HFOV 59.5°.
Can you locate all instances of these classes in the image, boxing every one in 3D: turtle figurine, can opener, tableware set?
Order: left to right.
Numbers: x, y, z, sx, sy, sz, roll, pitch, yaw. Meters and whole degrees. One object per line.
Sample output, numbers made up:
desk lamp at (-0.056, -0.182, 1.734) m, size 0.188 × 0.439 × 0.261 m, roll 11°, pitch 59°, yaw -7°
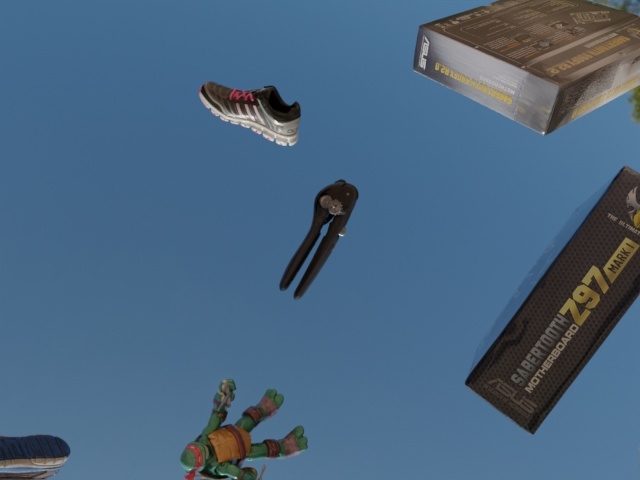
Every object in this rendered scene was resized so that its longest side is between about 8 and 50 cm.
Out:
tableware set at (-0.172, 0.445, 0.986) m, size 0.154 × 0.104 × 0.024 m, roll 7°, pitch -160°, yaw -24°
turtle figurine at (-0.126, 0.297, 0.831) m, size 0.234 × 0.118 × 0.175 m, roll 4°, pitch -120°, yaw -57°
can opener at (0.000, 0.000, 0.795) m, size 0.059 × 0.073 × 0.186 m, roll 26°, pitch -88°, yaw 21°

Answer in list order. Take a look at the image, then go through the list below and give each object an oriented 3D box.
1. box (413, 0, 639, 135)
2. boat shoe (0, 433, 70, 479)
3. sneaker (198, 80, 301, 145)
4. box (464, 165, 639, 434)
box at (0.250, -0.213, 0.629) m, size 0.231 × 0.056 × 0.183 m, roll -28°, pitch -130°, yaw -28°
boat shoe at (-0.401, 0.277, 0.677) m, size 0.183 × 0.066 × 0.066 m, roll 27°, pitch -176°, yaw -46°
sneaker at (-0.103, -0.216, 0.873) m, size 0.170 × 0.075 × 0.063 m, roll 25°, pitch -140°, yaw -5°
box at (0.201, 0.047, 0.470) m, size 0.059 × 0.233 × 0.183 m, roll 36°, pitch -82°, yaw 16°
